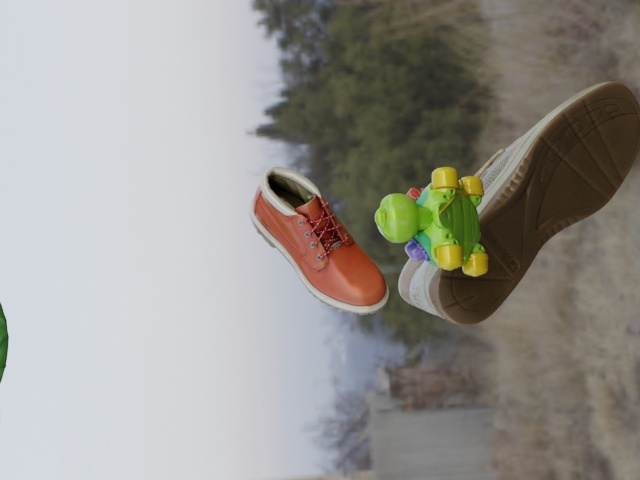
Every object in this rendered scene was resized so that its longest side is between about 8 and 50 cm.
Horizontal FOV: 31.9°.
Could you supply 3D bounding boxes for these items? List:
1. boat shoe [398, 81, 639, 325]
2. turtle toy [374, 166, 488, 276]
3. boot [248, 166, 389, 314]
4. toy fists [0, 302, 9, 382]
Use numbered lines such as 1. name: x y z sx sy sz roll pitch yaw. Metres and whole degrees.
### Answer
1. boat shoe: 0.216 -0.053 1.225 0.121 0.341 0.110 54 162 -22
2. turtle toy: 0.102 -0.016 1.019 0.130 0.066 0.095 13 -108 -53
3. boot: 0.000 0.000 0.988 0.059 0.158 0.084 -44 -11 -23
4. toy fists: -0.331 0.010 0.805 0.279 0.142 0.096 51 126 39
